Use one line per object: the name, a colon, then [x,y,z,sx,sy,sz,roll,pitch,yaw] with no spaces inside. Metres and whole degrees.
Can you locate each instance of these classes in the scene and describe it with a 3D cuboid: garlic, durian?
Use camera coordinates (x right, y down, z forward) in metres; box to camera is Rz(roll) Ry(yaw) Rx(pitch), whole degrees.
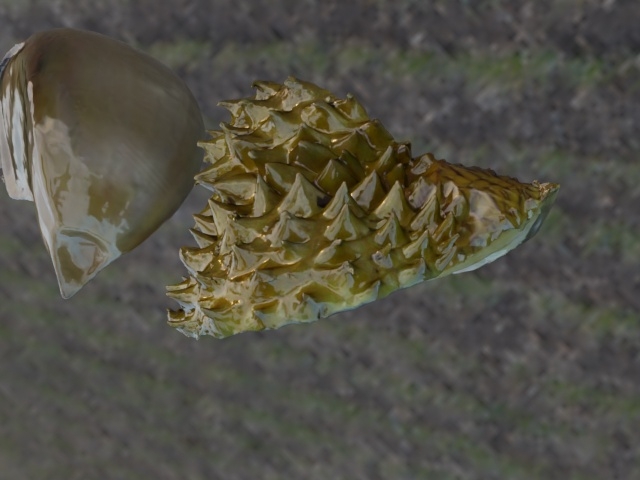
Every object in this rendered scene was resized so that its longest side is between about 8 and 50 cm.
garlic: [-0.221,-0.088,1.583,0.151,0.196,0.338,35,178,-32]
durian: [-0.013,0.005,1.273,0.305,0.195,0.185,2,127,52]
